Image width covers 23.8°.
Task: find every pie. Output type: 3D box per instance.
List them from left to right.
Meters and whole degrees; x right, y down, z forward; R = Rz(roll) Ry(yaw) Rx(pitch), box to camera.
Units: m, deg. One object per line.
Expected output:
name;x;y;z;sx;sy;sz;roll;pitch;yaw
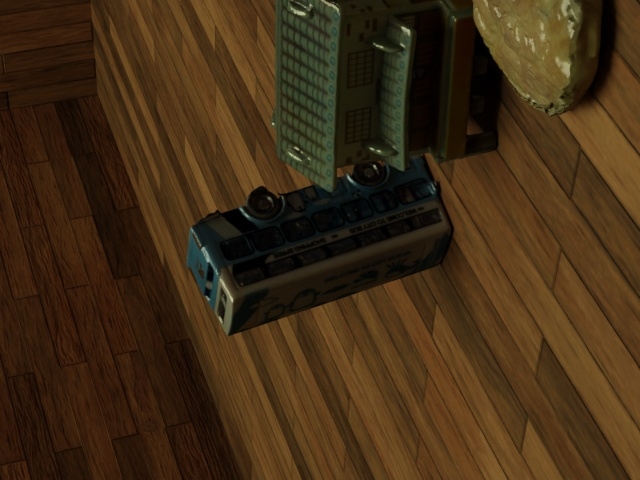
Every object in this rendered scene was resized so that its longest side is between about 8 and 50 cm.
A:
pie;0.191;-0.206;1.382;0.185;0.052;0.218;99;152;-47

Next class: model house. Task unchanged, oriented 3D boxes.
model house;0.057;-0.195;1.567;0.198;0.215;0.224;-120;24;-46

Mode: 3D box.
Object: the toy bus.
toy bus;0.000;0.000;1.770;0.106;0.297;0.131;103;145;-58
